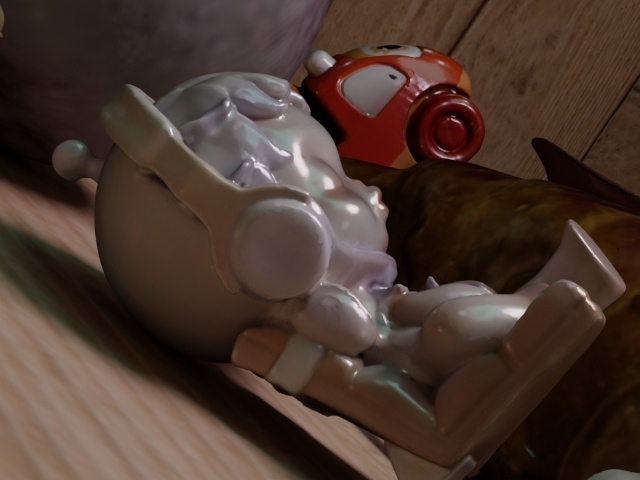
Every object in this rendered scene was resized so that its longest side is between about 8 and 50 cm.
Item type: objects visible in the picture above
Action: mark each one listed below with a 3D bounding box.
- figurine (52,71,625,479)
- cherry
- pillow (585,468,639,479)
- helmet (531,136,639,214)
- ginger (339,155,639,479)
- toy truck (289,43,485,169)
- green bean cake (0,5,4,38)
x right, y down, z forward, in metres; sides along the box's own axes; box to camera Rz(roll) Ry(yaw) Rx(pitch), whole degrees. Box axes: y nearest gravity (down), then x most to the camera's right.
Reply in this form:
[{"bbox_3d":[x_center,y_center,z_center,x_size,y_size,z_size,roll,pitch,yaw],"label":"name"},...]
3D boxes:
[{"bbox_3d":[-0.003,0.003,0.622,0.237,0.141,0.162,35,-1,17],"label":"figurine"},{"bbox_3d":[-0.121,-0.208,0.815,0.291,0.335,0.326,34,5,28],"label":"cherry"},{"bbox_3d":[0.186,0.175,0.519,0.254,0.078,0.144,36,9,13],"label":"pillow"},{"bbox_3d":[0.296,0.104,1.211,0.385,0.230,0.337,26,5,-8],"label":"helmet"},{"bbox_3d":[0.145,0.060,0.919,0.254,0.176,0.418,25,3,-31],"label":"ginger"},{"bbox_3d":[0.013,-0.122,1.523,0.239,0.265,0.189,44,0,-13],"label":"toy truck"},{"bbox_3d":[-0.201,-0.094,0.598,0.109,0.085,0.179,33,5,-1],"label":"green bean cake"}]
